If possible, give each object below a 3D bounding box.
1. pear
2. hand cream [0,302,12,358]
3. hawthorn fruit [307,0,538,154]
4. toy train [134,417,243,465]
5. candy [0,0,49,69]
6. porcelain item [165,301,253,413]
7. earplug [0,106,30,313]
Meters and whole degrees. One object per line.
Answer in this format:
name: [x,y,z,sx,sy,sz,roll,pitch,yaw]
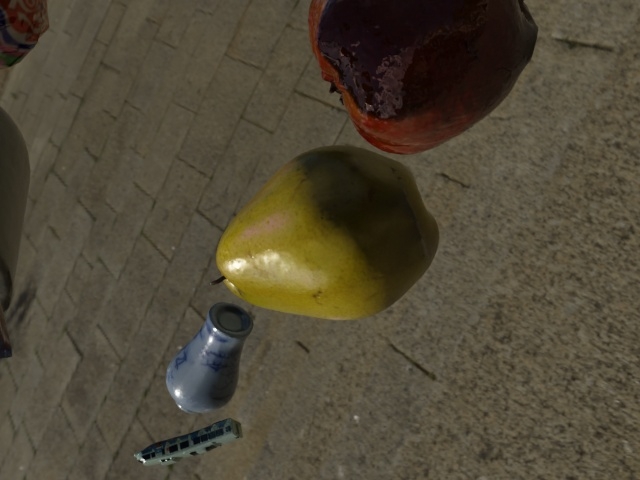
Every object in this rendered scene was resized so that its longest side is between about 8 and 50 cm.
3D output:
pear: [0.010,0.008,1.116,0.336,0.285,0.285,-42,47,18]
hand cream: [-0.385,0.049,0.807,0.043,0.067,0.210,107,148,-45]
hawthorn fruit: [0.097,-0.178,0.636,0.202,0.185,0.185,-23,56,15]
toy train: [-0.245,0.375,1.334,0.207,0.043,0.047,-21,61,11]
candy: [-0.450,-0.235,0.747,0.365,0.124,0.124,1,72,15]
porcelain item: [-0.215,0.236,1.410,0.259,0.141,0.141,-62,38,36]
earplug: [-0.632,-0.075,1.165,0.312,0.312,0.394,-42,39,28]
